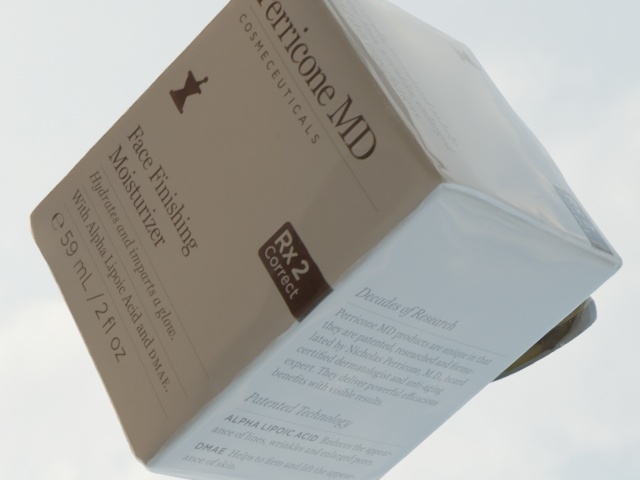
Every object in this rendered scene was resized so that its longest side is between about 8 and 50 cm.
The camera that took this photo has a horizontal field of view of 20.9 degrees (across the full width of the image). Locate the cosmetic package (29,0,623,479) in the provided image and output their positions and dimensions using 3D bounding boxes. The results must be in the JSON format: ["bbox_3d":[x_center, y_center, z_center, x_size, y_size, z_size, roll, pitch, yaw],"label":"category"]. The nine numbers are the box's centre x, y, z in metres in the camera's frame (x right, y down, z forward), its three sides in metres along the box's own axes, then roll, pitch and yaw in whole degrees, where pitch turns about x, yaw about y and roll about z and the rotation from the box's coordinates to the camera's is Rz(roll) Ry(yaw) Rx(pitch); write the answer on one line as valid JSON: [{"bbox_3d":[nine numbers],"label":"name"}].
[{"bbox_3d":[0.000,0.000,0.776,0.184,0.151,0.151,-45,-125,20],"label":"cosmetic package"}]

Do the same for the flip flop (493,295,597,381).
[{"bbox_3d":[0.030,0.027,1.024,0.277,0.080,0.112,12,-153,40],"label":"flip flop"}]
